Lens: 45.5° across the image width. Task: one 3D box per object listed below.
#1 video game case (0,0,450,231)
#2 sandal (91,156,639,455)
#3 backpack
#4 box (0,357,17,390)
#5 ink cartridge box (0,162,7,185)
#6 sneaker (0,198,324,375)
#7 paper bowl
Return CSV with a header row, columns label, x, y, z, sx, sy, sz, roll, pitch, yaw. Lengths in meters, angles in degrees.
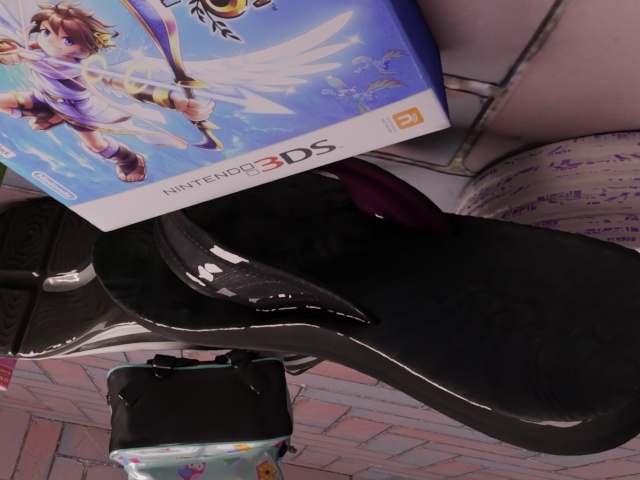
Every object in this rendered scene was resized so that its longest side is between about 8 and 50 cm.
label,x,y,z,sx,sy,sz,roll,pitch,yaw
video game case,-0.091,-0.113,0.375,0.245,0.061,0.269,-16,149,20
sandal,0.002,-0.001,0.504,0.446,0.167,0.107,10,140,37
backpack,-0.107,0.186,0.715,0.166,0.144,0.188,-6,163,-7
box,-0.538,0.082,0.981,0.142,0.154,0.300,-2,154,28
ink cartridge box,-0.249,-0.082,0.540,0.255,0.096,0.188,12,157,-3
sneaker,-0.160,0.080,0.793,0.448,0.169,0.257,-4,152,24
paper bowl,0.238,0.050,0.583,0.285,0.148,0.284,9,159,3
